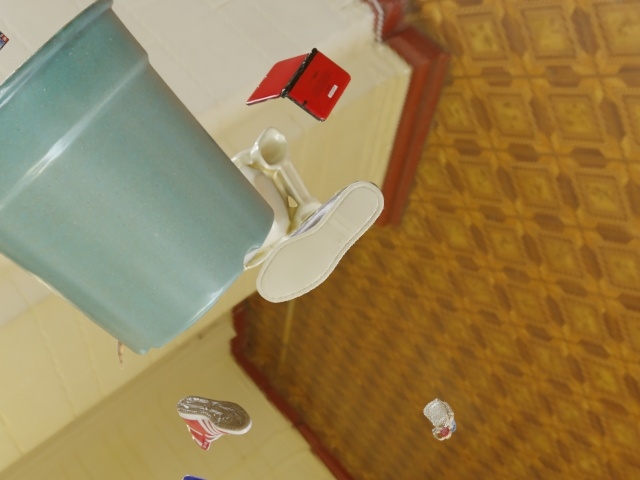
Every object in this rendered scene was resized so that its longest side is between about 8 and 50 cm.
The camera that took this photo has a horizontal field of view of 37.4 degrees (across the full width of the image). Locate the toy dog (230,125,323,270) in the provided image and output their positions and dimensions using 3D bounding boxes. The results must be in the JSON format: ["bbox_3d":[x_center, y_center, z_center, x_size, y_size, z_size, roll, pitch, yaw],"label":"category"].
[{"bbox_3d":[-0.235,-0.019,2.259,0.408,0.395,0.284,-27,108,28],"label":"toy dog"}]

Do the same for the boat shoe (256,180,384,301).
[{"bbox_3d":[0.000,0.000,1.943,0.116,0.324,0.096,44,-171,-5],"label":"boat shoe"}]

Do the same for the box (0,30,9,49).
[{"bbox_3d":[-0.583,-0.288,1.573,0.137,0.094,0.027,-23,122,39],"label":"box"}]

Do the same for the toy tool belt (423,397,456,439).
[{"bbox_3d":[0.225,0.332,1.719,0.051,0.052,0.083,46,-165,-42],"label":"toy tool belt"}]

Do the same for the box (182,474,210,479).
[{"bbox_3d":[-0.147,0.366,1.224,0.081,0.028,0.136,5,121,24],"label":"box"}]

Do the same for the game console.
[{"bbox_3d":[-0.035,-0.255,1.605,0.124,0.144,0.085,36,136,-8],"label":"game console"}]

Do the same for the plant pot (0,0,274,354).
[{"bbox_3d":[-0.257,-0.060,1.159,0.334,0.341,0.341,44,161,-16],"label":"plant pot"}]

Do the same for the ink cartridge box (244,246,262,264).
[{"bbox_3d":[-0.225,-0.001,1.901,0.127,0.175,0.072,57,136,16],"label":"ink cartridge box"}]

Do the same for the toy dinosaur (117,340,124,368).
[{"bbox_3d":[-0.303,0.118,1.577,0.112,0.211,0.064,44,-174,-16],"label":"toy dinosaur"}]

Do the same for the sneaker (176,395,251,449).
[{"bbox_3d":[-0.129,0.242,1.220,0.119,0.042,0.067,9,130,37],"label":"sneaker"}]
